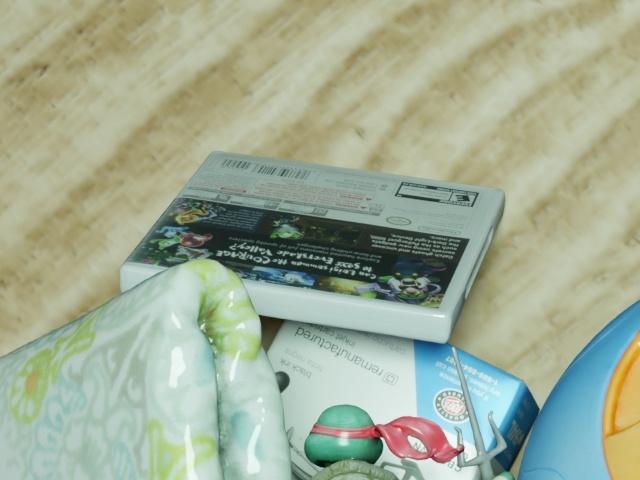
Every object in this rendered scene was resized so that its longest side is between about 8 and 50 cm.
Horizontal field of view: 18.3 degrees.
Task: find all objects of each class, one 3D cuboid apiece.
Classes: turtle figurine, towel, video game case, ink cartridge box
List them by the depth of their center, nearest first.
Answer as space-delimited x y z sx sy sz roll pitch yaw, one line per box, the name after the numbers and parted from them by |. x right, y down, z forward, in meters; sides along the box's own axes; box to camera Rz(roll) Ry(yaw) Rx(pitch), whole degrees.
0.016 0.173 1.045 0.175 0.118 0.234 -2 85 12 | turtle figurine
-0.116 0.230 1.063 0.320 0.090 0.374 -24 69 48 | towel
0.015 0.147 1.152 0.148 0.086 0.203 26 81 15 | ink cartridge box
0.000 0.000 1.164 0.190 0.173 0.022 8 117 12 | video game case

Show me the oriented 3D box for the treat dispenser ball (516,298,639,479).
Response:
0.240 0.150 1.002 0.288 0.288 0.288 -3 75 10 | treat dispenser ball
